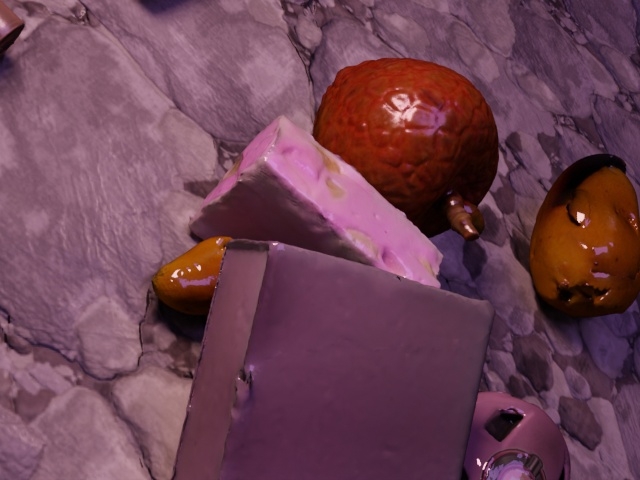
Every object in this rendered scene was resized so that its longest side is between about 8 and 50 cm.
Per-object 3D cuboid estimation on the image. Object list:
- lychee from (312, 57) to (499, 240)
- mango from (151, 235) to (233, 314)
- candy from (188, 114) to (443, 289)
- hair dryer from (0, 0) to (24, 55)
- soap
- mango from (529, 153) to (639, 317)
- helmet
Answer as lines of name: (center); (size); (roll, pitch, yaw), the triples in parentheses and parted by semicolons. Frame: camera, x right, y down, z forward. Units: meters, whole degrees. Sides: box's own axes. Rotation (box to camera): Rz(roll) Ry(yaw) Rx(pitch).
lychee: (0.111, -0.107, 1.280); (0.300, 0.255, 0.255); (36, 31, 30)
mango: (-0.124, 0.041, 1.091); (0.127, 0.063, 0.077); (-20, 82, -43)
candy: (0.000, 0.000, 1.164); (0.265, 0.155, 0.116); (43, 43, -13)
hair dryer: (-0.391, -0.204, 1.019); (0.117, 0.064, 0.182); (43, 47, -10)
soap: (0.017, 0.169, 0.996); (0.285, 0.107, 0.296); (18, 83, -31)
mango: (0.407, 0.003, 1.549); (0.201, 0.152, 0.287); (44, 41, -6)
helmet: (0.193, 0.274, 1.162); (0.198, 0.154, 0.253); (51, 36, -4)
